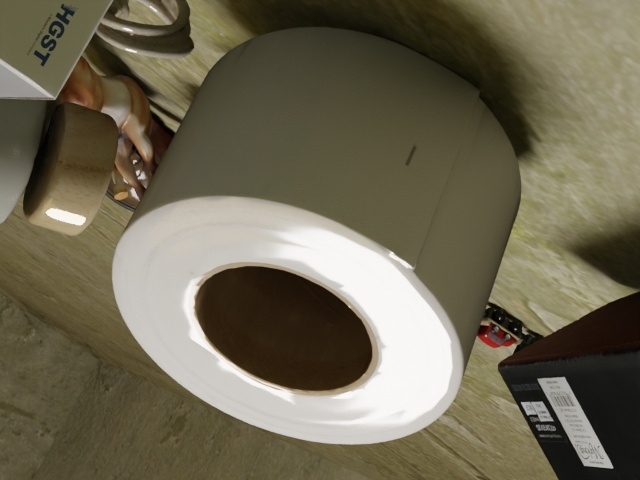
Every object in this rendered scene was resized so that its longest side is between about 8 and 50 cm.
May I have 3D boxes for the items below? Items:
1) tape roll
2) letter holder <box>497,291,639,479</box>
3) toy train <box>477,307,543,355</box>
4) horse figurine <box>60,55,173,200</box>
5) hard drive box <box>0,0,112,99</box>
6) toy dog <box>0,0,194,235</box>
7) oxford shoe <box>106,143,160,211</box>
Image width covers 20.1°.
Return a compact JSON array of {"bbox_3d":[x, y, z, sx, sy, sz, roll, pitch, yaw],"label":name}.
[{"bbox_3d":[0.000,0.000,1.232,0.246,0.169,0.246,14,140,12],"label":"tape roll"},{"bbox_3d":[0.296,0.099,1.320,0.152,0.214,0.302,61,166,-1],"label":"letter holder"},{"bbox_3d":[0.169,0.086,1.748,0.158,0.036,0.027,34,167,-26],"label":"toy train"},{"bbox_3d":[-0.186,-0.099,1.591,0.263,0.066,0.174,27,-140,-63],"label":"horse figurine"},{"bbox_3d":[-0.212,-0.215,1.009,0.232,0.181,0.089,35,165,-32],"label":"hard drive box"},{"bbox_3d":[-0.235,-0.096,1.218,0.220,0.161,0.333,32,-151,-7],"label":"toy dog"},{"bbox_3d":[-0.183,-0.085,1.724,0.227,0.082,0.096,31,164,-14],"label":"oxford shoe"}]
